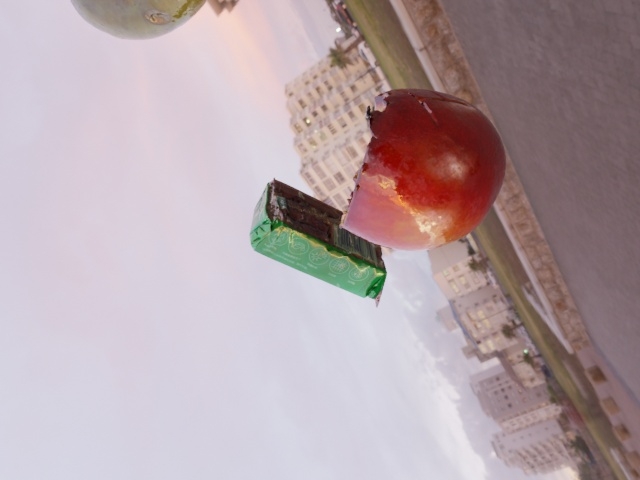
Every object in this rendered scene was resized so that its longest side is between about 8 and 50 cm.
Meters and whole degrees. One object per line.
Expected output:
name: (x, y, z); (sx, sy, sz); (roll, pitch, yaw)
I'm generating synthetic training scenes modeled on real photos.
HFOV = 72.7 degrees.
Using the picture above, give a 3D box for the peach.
peach: (0.101, -0.084, 0.514); (0.226, 0.190, 0.195); (-16, -92, -34)

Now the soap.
soap: (0.001, -0.002, 0.866); (0.274, 0.098, 0.217); (24, -151, -18)

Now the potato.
potato: (-0.235, -0.369, 0.560); (0.149, 0.229, 0.196); (-15, -68, -65)
